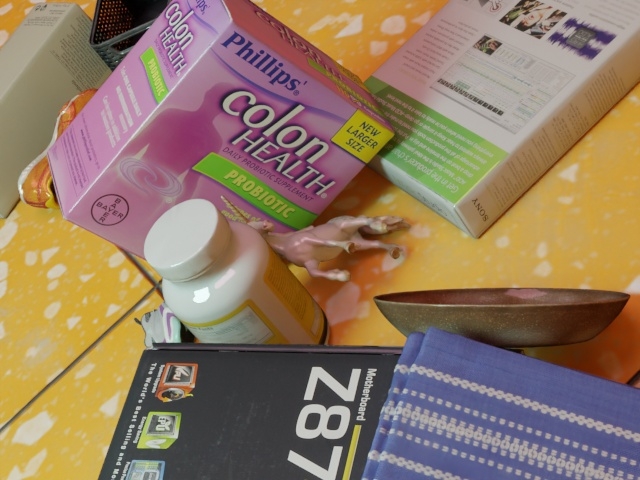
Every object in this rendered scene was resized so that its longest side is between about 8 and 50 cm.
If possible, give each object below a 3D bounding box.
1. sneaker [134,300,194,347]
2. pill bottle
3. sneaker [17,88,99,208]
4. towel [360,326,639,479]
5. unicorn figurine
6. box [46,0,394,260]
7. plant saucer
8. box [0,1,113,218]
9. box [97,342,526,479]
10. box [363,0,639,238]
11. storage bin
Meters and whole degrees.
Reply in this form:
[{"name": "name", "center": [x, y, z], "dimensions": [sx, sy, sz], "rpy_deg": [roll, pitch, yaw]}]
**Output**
[{"name": "sneaker", "center": [-0.157, 0.071, 1.249], "dimensions": [0.069, 0.038, 0.098], "rpy_deg": [-12, 47, 26]}, {"name": "pill bottle", "center": [-0.075, 0.048, 1.099], "dimensions": [0.103, 0.184, 0.103], "rpy_deg": [-19, 44, 20]}, {"name": "sneaker", "center": [-0.301, -0.109, 1.514], "dimensions": [0.067, 0.064, 0.175], "rpy_deg": [14, 66, 20]}, {"name": "towel", "center": [0.129, 0.218, 0.779], "dimensions": [0.243, 0.040, 0.336], "rpy_deg": [15, 54, 10]}, {"name": "unicorn figurine", "center": [0.000, 0.000, 1.149], "dimensions": [0.111, 0.162, 0.060], "rpy_deg": [15, 100, 42]}, {"name": "box", "center": [-0.096, -0.092, 1.177], "dimensions": [0.243, 0.213, 0.117], "rpy_deg": [-47, 38, 16]}, {"name": "plant saucer", "center": [0.140, 0.059, 0.968], "dimensions": [0.198, 0.198, 0.036], "rpy_deg": [1, 92, 36]}, {"name": "box", "center": [-0.380, -0.169, 1.577], "dimensions": [0.094, 0.113, 0.275], "rpy_deg": [11, 59, 42]}, {"name": "box", "center": [-0.026, 0.255, 0.874], "dimensions": [0.318, 0.097, 0.395], "rpy_deg": [1, 49, 19]}, {"name": "box", "center": [0.184, -0.169, 1.213], "dimensions": [0.322, 0.058, 0.232], "rpy_deg": [-42, 41, -7]}, {"name": "storage bin", "center": [-0.216, -0.293, 1.593], "dimensions": [0.122, 0.084, 0.180], "rpy_deg": [-20, 43, 20]}]
